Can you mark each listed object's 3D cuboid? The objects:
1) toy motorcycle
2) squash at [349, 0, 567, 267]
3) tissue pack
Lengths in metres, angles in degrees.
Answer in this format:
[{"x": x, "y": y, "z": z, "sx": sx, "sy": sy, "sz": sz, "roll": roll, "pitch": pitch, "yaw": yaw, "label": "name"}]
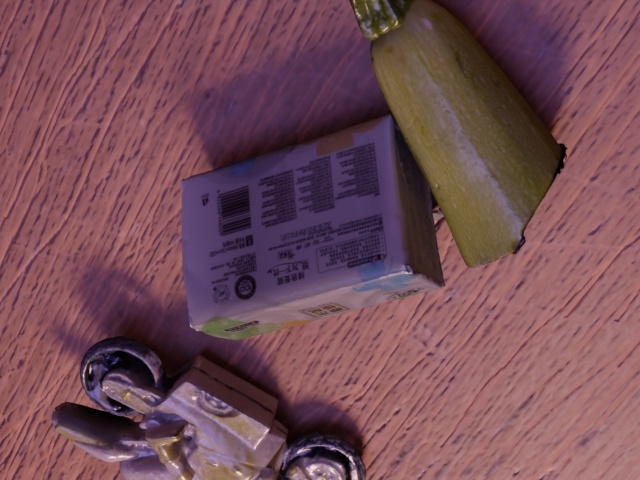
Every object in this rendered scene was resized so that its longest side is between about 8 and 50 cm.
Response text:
[{"x": -0.134, "y": 0.245, "z": 1.247, "sx": 0.341, "sy": 0.108, "sz": 0.223, "roll": 29, "pitch": 115, "yaw": -6, "label": "toy motorcycle"}, {"x": 0.121, "y": -0.132, "z": 0.983, "sx": 0.137, "sy": 0.137, "sz": 0.287, "roll": -27, "pitch": 93, "yaw": 27, "label": "squash"}, {"x": 0.000, "y": 0.000, "z": 1.066, "sx": 0.229, "sy": 0.145, "sz": 0.159, "roll": -16, "pitch": 67, "yaw": 24, "label": "tissue pack"}]
